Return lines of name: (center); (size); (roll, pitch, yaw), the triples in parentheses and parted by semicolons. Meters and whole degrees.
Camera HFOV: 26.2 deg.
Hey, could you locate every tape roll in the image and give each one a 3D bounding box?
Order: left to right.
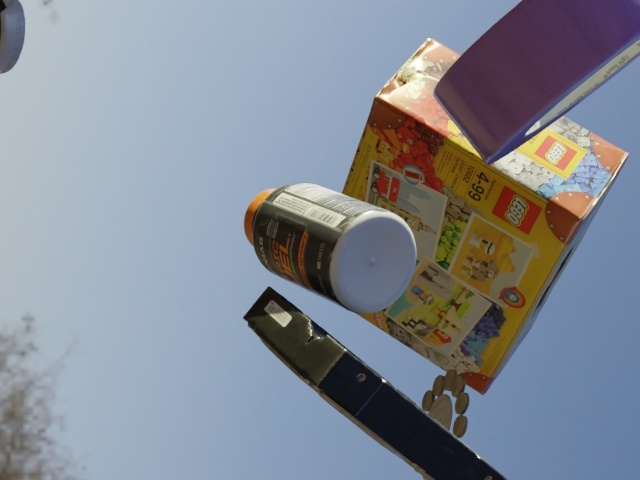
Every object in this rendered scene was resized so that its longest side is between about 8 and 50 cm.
tape roll: (0.241, -0.190, 1.311); (0.090, 0.275, 0.275); (52, -30, 5)

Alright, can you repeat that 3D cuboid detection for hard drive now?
hard drive: (0.074, 0.203, 1.674); (0.064, 0.339, 0.237); (-51, -150, -2)

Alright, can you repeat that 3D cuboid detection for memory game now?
memory game: (0.194, 0.299, 2.236); (0.186, 0.012, 0.186); (-163, -90, -72)

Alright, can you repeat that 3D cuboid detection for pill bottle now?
pill bottle: (0.000, 0.000, 1.726); (0.246, 0.130, 0.130); (22, -70, 54)

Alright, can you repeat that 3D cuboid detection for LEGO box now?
LEGO box: (0.230, -0.029, 2.293); (0.193, 0.372, 0.500); (-49, 165, -37)

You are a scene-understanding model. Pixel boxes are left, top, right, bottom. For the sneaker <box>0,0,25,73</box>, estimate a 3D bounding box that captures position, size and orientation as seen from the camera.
sneaker: (-0.394, -0.232, 1.261); (0.268, 0.153, 0.101); (40, -60, 32)
